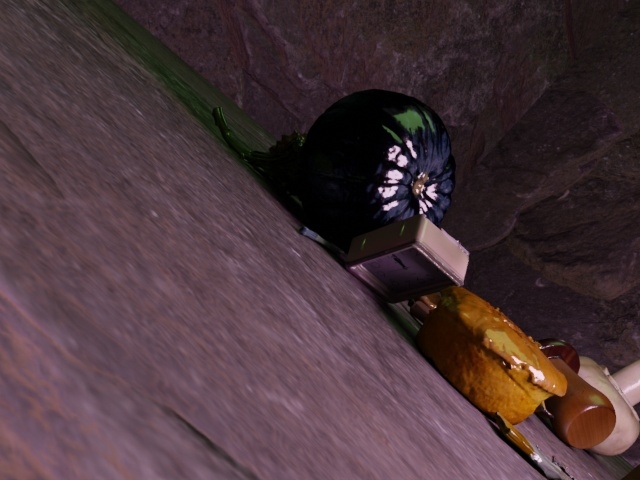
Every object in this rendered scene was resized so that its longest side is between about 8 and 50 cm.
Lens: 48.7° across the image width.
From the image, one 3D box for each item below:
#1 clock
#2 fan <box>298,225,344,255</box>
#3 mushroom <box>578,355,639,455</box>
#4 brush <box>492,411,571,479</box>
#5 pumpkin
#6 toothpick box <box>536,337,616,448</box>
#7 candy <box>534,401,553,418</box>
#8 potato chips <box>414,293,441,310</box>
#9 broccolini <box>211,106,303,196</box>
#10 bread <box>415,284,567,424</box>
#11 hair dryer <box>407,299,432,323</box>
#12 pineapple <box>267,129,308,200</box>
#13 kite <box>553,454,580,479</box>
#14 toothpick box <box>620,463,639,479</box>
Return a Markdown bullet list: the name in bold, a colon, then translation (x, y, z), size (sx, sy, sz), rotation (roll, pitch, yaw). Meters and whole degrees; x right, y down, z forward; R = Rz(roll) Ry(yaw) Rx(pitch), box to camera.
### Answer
- **clock**: translation (0.158, 0.038, 1.320), size (0.147, 0.071, 0.192), rotation (39, -38, -28)
- **fan**: translation (0.000, 0.000, 1.357), size (0.038, 0.016, 0.193), rotation (37, 3, 24)
- **mushroom**: translation (0.820, 0.432, 2.005), size (0.314, 0.336, 0.314), rotation (55, 1, -2)
- **brush**: translation (0.398, 0.392, 1.121), size (0.336, 0.020, 0.085), rotation (42, 6, -10)
- **pumpkin**: translation (0.121, -0.134, 1.491), size (0.266, 0.363, 0.363), rotation (16, -13, 40)
- **toothpick box**: translation (0.614, 0.382, 1.810), size (0.192, 0.192, 0.294), rotation (39, 12, -26)
- **candy**: translation (0.406, 0.288, 1.549), size (0.271, 0.101, 0.143), rotation (49, 1, 7)
- **potato chips**: translation (0.253, 0.141, 1.804), size (0.150, 0.049, 0.202), rotation (34, 11, -20)
- **broccolini**: translation (-0.134, -0.224, 1.560), size (0.271, 0.123, 0.062), rotation (44, -4, 16)
- **bread**: translation (0.288, 0.198, 1.214), size (0.268, 0.146, 0.268), rotation (38, 8, -7)
- **hair dryer**: translation (0.244, 0.174, 1.498), size (0.117, 0.064, 0.181), rotation (38, 2, -38)
- **pineapple**: translation (-0.048, -0.177, 1.648), size (0.193, 0.166, 0.166), rotation (31, 0, 29)
- **kite**: translation (0.468, 0.438, 1.295), size (0.139, 0.011, 0.157), rotation (38, 7, -20)
- **toothpick box**: translation (0.550, 0.453, 0.947), size (0.308, 0.187, 0.190), rotation (47, 6, 10)
